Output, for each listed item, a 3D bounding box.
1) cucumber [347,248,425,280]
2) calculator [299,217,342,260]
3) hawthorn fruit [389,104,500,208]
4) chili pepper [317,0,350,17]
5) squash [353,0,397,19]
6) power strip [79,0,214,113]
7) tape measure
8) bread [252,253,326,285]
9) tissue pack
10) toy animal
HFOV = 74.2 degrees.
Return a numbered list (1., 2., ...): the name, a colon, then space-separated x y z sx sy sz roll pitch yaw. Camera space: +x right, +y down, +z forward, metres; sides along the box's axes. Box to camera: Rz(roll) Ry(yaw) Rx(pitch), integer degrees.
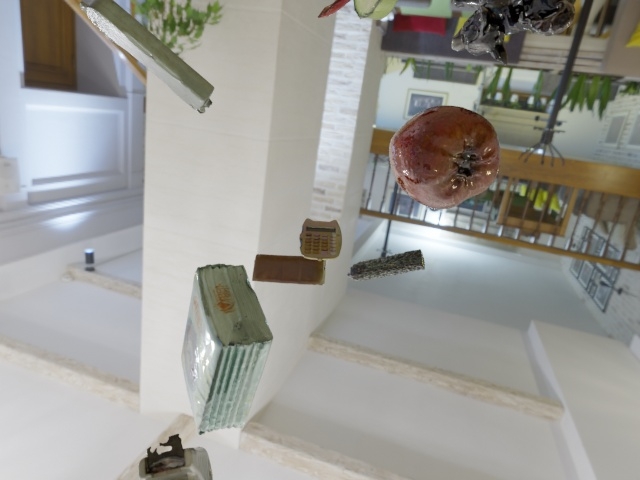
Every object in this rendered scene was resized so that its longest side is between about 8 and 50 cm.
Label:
1. cucumber: 0.276 0.114 1.862 0.359 0.096 0.096 -12 -171 23
2. calculator: 0.000 0.000 1.550 0.157 0.033 0.236 4 -142 -1
3. hawthorn fruit: 0.218 -0.167 0.814 0.196 0.196 0.225 1 -160 -23
4. chili pepper: 0.096 -0.859 1.477 0.059 0.268 0.050 48 -177 35
5. squash: 0.172 -0.661 1.071 0.133 0.220 0.220 10 -165 -21
6. power strip: -0.336 -0.371 0.848 0.286 0.048 0.080 37 162 -26
7. tape measure: -0.306 0.566 0.909 0.130 0.265 0.258 -7 156 -11
8. bread: -0.153 0.139 2.052 0.361 0.138 0.077 2 178 16
9. tissue pack: -0.272 0.299 1.156 0.162 0.388 0.287 -2 -141 -30
10. toy animal: 0.551 -0.645 1.235 0.344 0.194 0.302 -15 -134 34
